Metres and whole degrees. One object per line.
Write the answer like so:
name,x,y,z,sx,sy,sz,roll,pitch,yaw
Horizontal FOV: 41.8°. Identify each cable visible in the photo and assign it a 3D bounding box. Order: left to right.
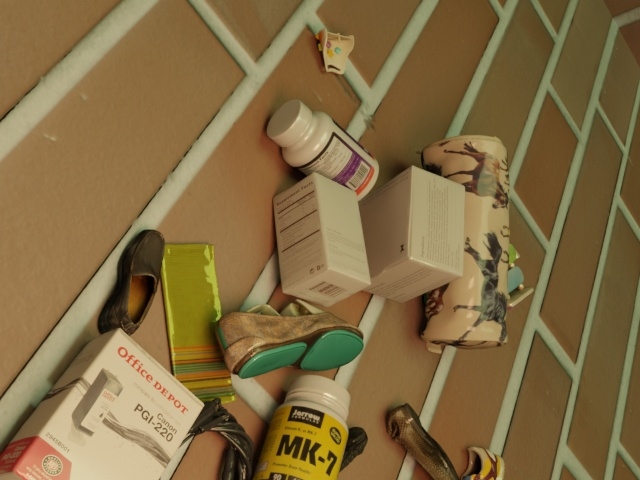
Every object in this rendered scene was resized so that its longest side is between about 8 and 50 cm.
cable,-0.170,0.314,1.144,0.184,0.047,0.151,-38,113,-44

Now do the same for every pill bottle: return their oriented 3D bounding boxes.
pill bottle,-0.026,0.312,1.236,0.119,0.119,0.209,45,43,-29
pill bottle,0.002,-0.153,1.435,0.193,0.108,0.108,38,52,-34

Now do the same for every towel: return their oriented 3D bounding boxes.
towel,-0.178,0.121,1.210,0.102,0.021,0.237,1,76,-49

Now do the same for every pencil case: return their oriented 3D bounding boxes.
pencil case,0.270,0.013,1.594,0.159,0.183,0.411,4,84,-31

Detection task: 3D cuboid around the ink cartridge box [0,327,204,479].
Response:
ink cartridge box,-0.264,0.240,1.011,0.158,0.092,0.218,47,45,-18

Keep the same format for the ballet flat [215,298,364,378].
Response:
ballet flat,-0.043,0.141,1.290,0.106,0.107,0.316,51,21,26

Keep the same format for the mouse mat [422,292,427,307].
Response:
mouse mat,0.275,0.110,1.728,0.189,0.007,0.153,37,52,-33

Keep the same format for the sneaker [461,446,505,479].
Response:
sneaker,0.301,0.487,1.594,0.084,0.069,0.186,30,50,-28

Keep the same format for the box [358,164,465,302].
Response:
box,0.154,-0.006,1.484,0.119,0.181,0.182,18,63,-26

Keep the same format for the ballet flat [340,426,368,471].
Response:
ballet flat,0.023,0.356,1.330,0.173,0.057,0.049,-27,119,-46

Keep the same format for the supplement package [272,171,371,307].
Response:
supplement package,0.000,0.000,1.359,0.105,0.105,0.179,22,50,-41

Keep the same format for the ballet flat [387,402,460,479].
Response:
ballet flat,0.190,0.391,1.509,0.250,0.058,0.084,55,8,-28

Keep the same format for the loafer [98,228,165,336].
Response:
loafer,-0.240,0.056,1.131,0.062,0.061,0.170,35,53,-35

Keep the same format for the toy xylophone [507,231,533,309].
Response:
toy xylophone,0.359,-0.018,1.799,0.236,0.081,0.323,-37,102,-48

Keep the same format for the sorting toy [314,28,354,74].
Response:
sorting toy,0.024,-0.353,1.580,0.083,0.044,0.075,-2,86,-49
